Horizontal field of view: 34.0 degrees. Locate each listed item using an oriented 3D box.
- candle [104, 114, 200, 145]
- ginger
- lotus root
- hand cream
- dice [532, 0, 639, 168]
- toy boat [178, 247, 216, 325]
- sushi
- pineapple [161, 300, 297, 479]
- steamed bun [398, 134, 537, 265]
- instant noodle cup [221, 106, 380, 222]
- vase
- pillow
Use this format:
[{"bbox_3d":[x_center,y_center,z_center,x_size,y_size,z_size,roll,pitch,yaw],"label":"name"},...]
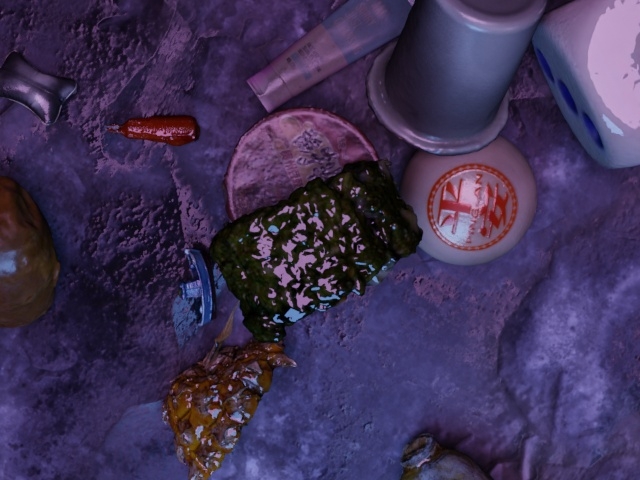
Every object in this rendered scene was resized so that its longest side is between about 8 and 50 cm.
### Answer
[{"bbox_3d":[-0.288,-0.186,1.785,0.162,0.048,0.053,1,116,2],"label":"candle"},{"bbox_3d":[-0.546,0.024,1.746,0.200,0.223,0.269,-17,95,1],"label":"ginger"},{"bbox_3d":[0.262,0.495,1.804,0.175,0.175,0.349,-43,94,8],"label":"lotus root"},{"bbox_3d":[0.025,-0.324,1.743,0.312,0.070,0.111,-36,93,3],"label":"hand cream"},{"bbox_3d":[0.518,-0.283,1.604,0.304,0.304,0.277,-27,95,6],"label":"dice"},{"bbox_3d":[-0.215,0.080,1.814,0.061,0.060,0.137,-6,102,-18],"label":"toy boat"},{"bbox_3d":[0.000,0.000,1.557,0.294,0.352,0.178,-27,94,7],"label":"sushi"},{"bbox_3d":[-0.183,0.274,1.794,0.158,0.161,0.334,38,101,-1],"label":"pineapple"},{"bbox_3d":[0.245,-0.069,1.728,0.232,0.145,0.231,0,98,3],"label":"steamed bun"},{"bbox_3d":[-0.024,-0.089,1.765,0.274,0.091,0.274,0,99,3],"label":"instant noodle cup"},{"bbox_3d":[0.208,-0.305,1.586,0.245,0.291,0.245,4,60,-7],"label":"vase"},{"bbox_3d":[-0.491,-0.260,1.779,0.136,0.055,0.091,30,96,-3],"label":"pillow"}]
